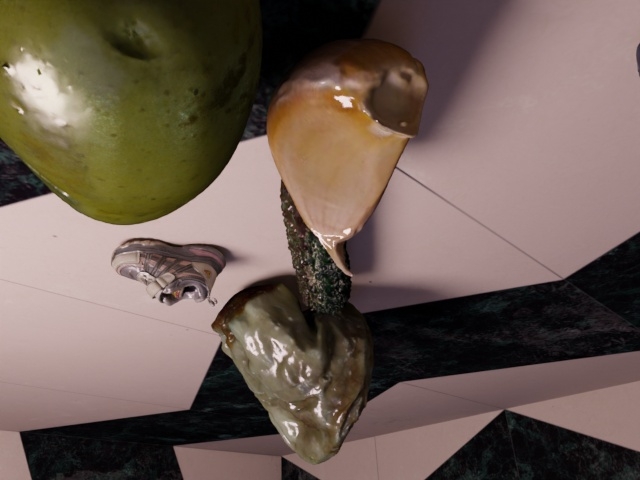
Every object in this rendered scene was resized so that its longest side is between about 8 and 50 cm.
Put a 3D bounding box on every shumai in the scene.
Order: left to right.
[{"bbox_3d":[-0.076,0.217,0.957,0.263,0.304,0.309,26,152,-19],"label":"shumai"}]

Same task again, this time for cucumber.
[{"bbox_3d":[0.000,0.000,0.760,0.096,0.096,0.359,-4,150,2],"label":"cucumber"}]

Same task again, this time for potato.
[{"bbox_3d":[-0.150,-0.132,0.410,0.215,0.216,0.304,2,145,-9],"label":"potato"}]

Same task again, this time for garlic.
[{"bbox_3d":[0.025,-0.092,0.532,0.145,0.164,0.245,-13,146,-19],"label":"garlic"}]

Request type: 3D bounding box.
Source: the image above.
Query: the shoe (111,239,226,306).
[{"bbox_3d":[-0.245,0.060,0.845,0.180,0.092,0.089,5,149,-13],"label":"shoe"}]

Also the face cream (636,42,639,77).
[{"bbox_3d":[0.452,-0.205,0.470,0.291,0.071,0.144,-13,148,18],"label":"face cream"}]
